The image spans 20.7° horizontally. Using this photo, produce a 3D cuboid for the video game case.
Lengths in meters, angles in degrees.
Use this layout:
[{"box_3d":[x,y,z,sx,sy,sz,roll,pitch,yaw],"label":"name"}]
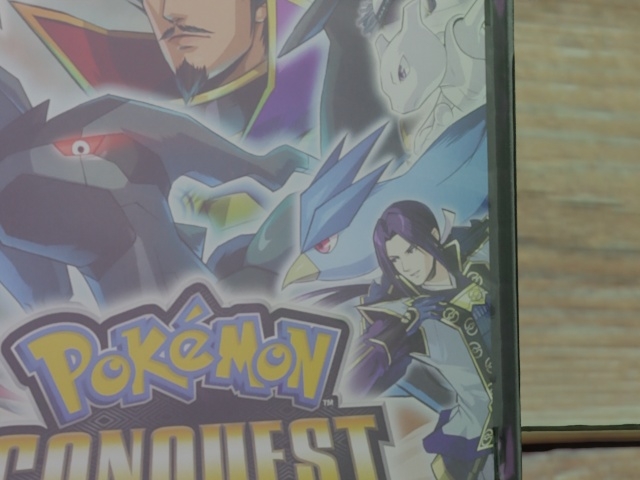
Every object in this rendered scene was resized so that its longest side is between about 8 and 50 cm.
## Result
[{"box_3d":[-0.065,-0.004,0.568,0.274,0.035,0.248,-1,90,-19],"label":"video game case"}]
